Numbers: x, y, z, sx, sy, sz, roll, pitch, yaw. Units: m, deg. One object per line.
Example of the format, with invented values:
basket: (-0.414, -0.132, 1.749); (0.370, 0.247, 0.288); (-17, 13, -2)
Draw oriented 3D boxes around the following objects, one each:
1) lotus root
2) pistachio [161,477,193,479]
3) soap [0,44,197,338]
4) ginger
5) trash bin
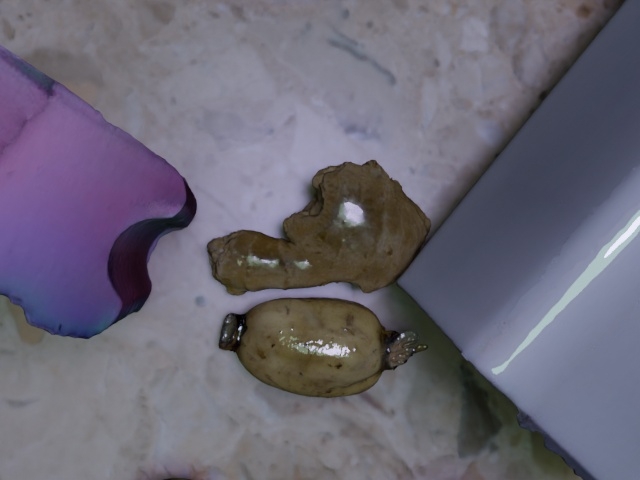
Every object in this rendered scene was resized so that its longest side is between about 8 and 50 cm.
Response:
lotus root: (0.002, 0.077, 0.614); (0.151, 0.063, 0.072); (2, 86, -4)
pistachio: (-0.098, 0.240, 0.585); (0.113, 0.113, 0.149); (-9, 75, -7)
soap: (-0.175, -0.037, 0.466); (0.192, 0.324, 0.109); (30, 87, -4)
ginger: (0.000, -0.008, 0.613); (0.165, 0.067, 0.096); (-7, 112, -7)
trash bin: (0.250, -0.020, 0.531); (0.368, 0.296, 0.256); (-46, 109, 2)
